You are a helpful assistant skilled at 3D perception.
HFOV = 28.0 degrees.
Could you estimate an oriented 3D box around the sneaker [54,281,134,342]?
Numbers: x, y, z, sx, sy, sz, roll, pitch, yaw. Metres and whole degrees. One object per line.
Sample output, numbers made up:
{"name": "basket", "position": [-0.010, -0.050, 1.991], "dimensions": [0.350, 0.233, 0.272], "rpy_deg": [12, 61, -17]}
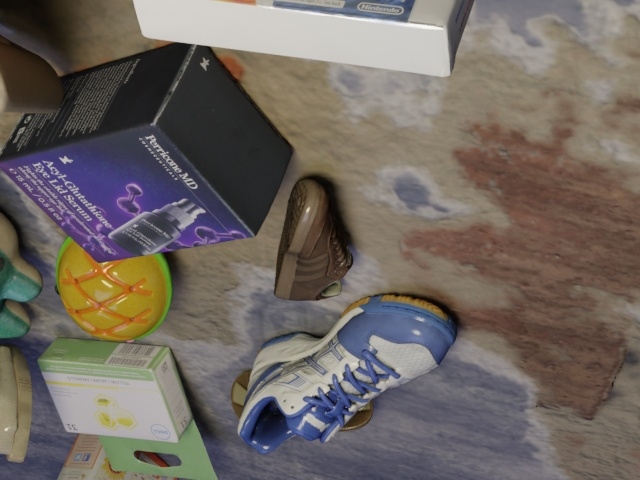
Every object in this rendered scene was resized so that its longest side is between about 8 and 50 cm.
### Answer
{"name": "sneaker", "position": [-0.253, 0.079, 1.466], "dimensions": [0.119, 0.057, 0.047], "rpy_deg": [22, 148, 0]}

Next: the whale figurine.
{"name": "whale figurine", "position": [-0.418, 0.051, 1.437], "dimensions": [0.216, 0.141, 0.272], "rpy_deg": [12, 149, 12]}

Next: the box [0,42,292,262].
{"name": "box", "position": [-0.157, -0.076, 1.154], "dimensions": [0.207, 0.108, 0.153], "rpy_deg": [-10, 135, 38]}

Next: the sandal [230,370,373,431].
{"name": "sandal", "position": [-0.021, 0.196, 1.510], "dimensions": [0.180, 0.072, 0.049], "rpy_deg": [2, 164, 18]}

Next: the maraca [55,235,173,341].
{"name": "maraca", "position": [-0.217, 0.027, 1.344], "dimensions": [0.127, 0.099, 0.185], "rpy_deg": [6, 120, 4]}

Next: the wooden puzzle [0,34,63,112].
{"name": "wooden puzzle", "position": [-0.372, -0.185, 0.974], "dimensions": [0.348, 0.080, 0.322], "rpy_deg": [31, -177, -6]}

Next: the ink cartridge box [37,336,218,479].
{"name": "ink cartridge box", "position": [-0.241, 0.231, 1.624], "dimensions": [0.171, 0.056, 0.235], "rpy_deg": [2, 124, 24]}

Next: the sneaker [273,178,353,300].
{"name": "sneaker", "position": [0.000, 0.000, 1.233], "dimensions": [0.071, 0.066, 0.188], "rpy_deg": [5, 152, -7]}

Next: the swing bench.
{"name": "swing bench", "position": [-0.503, 0.175, 1.496], "dimensions": [0.253, 0.165, 0.255], "rpy_deg": [19, 153, -36]}

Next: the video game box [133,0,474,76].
{"name": "video game box", "position": [0.008, -0.196, 0.830], "dimensions": [0.205, 0.187, 0.048], "rpy_deg": [9, 141, 15]}

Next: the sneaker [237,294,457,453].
{"name": "sneaker", "position": [0.026, 0.154, 1.359], "dimensions": [0.112, 0.131, 0.296], "rpy_deg": [38, 140, -21]}

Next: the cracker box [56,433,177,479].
{"name": "cracker box", "position": [-0.301, 0.383, 1.757], "dimensions": [0.067, 0.232, 0.155], "rpy_deg": [-7, 137, 35]}
